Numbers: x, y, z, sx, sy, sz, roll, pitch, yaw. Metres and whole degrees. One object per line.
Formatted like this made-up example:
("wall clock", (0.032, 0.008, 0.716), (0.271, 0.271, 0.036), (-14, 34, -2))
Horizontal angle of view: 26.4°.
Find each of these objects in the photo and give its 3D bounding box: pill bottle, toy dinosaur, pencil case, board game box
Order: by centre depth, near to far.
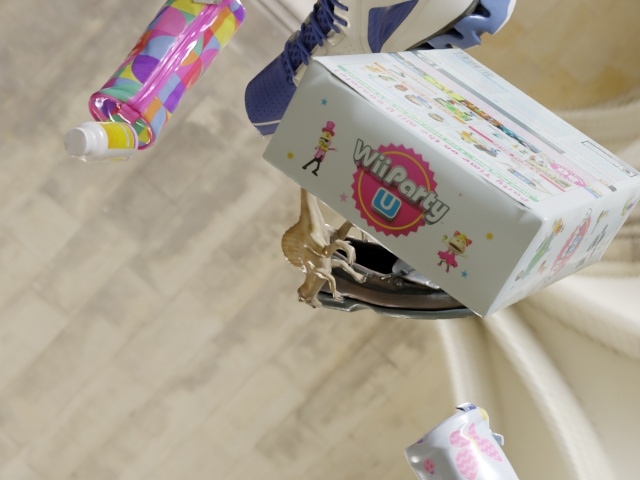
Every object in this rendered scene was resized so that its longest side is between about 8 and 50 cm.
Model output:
("board game box", (0.125, -0.061, 1.139), (0.097, 0.224, 0.303), (-60, 160, 21))
("toy dinosaur", (0.000, 0.000, 1.422), (0.093, 0.183, 0.053), (8, -155, 24))
("pill bottle", (-0.231, -0.103, 1.428), (0.043, 0.043, 0.083), (-43, 165, 23))
("pencil case", (0.211, 0.336, 1.644), (0.113, 0.273, 0.124), (-40, 160, 33))
("pencil case", (-0.184, -0.222, 1.656), (0.236, 0.104, 0.104), (-59, -167, -25))

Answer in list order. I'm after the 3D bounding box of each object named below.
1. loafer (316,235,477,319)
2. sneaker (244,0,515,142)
("loafer", (0.088, 0.036, 1.507), (0.268, 0.084, 0.096), (1, -165, 46))
("sneaker", (0.030, -0.246, 1.443), (0.316, 0.182, 0.127), (-29, -132, 20))
